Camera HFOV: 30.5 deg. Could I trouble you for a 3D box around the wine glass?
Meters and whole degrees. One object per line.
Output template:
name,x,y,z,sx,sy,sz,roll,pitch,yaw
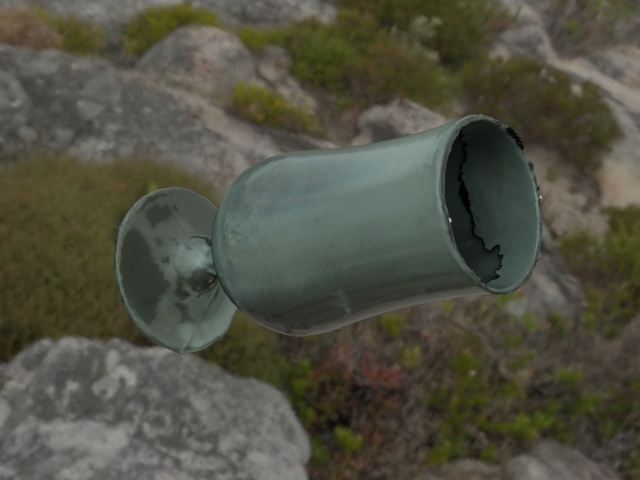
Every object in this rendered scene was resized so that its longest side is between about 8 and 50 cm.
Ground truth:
wine glass,0.000,0.000,0.629,0.103,0.231,0.103,15,70,-47
